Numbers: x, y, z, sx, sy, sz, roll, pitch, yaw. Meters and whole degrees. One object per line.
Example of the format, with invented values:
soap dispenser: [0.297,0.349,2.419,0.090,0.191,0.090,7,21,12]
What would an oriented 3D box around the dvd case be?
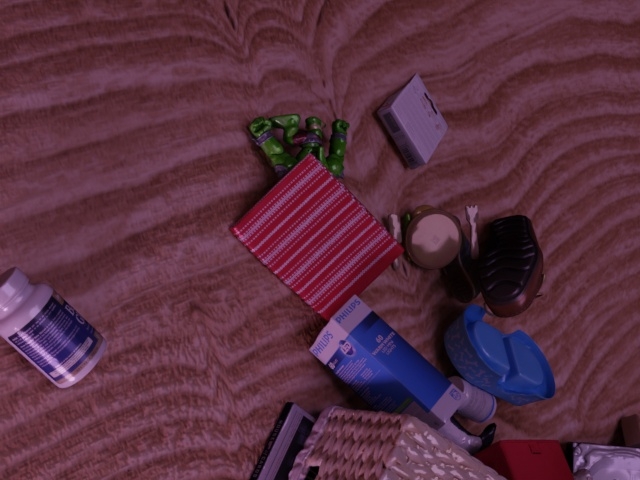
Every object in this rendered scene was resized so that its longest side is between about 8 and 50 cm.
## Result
dvd case: [-0.010,0.421,1.510,0.239,0.030,0.179,41,60,-27]

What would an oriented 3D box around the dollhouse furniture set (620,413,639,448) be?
dollhouse furniture set: [0.927,0.481,2.051,0.173,0.356,0.303,59,23,-17]

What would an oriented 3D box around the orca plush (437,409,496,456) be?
orca plush: [0.216,0.332,1.665,0.287,0.151,0.102,14,37,-23]

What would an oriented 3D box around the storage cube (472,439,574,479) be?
storage cube: [0.383,0.513,1.677,0.215,0.184,0.193,12,49,-38]

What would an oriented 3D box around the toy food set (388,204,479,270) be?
toy food set: [0.226,-0.008,1.743,0.192,0.038,0.132,-6,98,-13]

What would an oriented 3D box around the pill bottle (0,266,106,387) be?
pill bottle: [-0.389,0.119,1.201,0.169,0.094,0.094,50,56,-23]

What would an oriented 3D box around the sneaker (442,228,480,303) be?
sneaker: [0.294,0.032,1.812,0.086,0.064,0.192,-18,90,-54]

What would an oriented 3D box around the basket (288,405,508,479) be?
basket: [0.119,0.479,1.394,0.331,0.266,0.328,37,62,-18]

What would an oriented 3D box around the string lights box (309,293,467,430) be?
string lights box: [0.113,0.231,1.505,0.260,0.133,0.077,43,54,8]

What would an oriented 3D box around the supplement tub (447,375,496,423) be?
supplement tub: [0.302,0.326,1.757,0.107,0.071,0.071,31,64,-33]

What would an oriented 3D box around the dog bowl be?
dog bowl: [0.371,0.248,1.792,0.297,0.074,0.165,29,38,-33]

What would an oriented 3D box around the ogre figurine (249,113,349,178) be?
ogre figurine: [-0.028,-0.165,1.549,0.197,0.097,0.118,7,67,-50]

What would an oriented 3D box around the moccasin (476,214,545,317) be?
moccasin: [0.392,0.070,1.769,0.380,0.139,0.146,-68,143,-70]

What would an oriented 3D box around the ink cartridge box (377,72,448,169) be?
ink cartridge box: [0.195,-0.252,1.796,0.145,0.045,0.179,57,35,-17]

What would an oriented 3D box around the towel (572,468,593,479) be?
towel: [0.551,0.639,1.858,0.187,0.049,0.282,-28,103,3]

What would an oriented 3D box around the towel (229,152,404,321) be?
towel: [0.000,0.000,1.529,0.199,0.031,0.275,-44,115,2]

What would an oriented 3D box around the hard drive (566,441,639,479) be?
hard drive: [0.729,0.587,1.943,0.339,0.064,0.236,5,78,1]
